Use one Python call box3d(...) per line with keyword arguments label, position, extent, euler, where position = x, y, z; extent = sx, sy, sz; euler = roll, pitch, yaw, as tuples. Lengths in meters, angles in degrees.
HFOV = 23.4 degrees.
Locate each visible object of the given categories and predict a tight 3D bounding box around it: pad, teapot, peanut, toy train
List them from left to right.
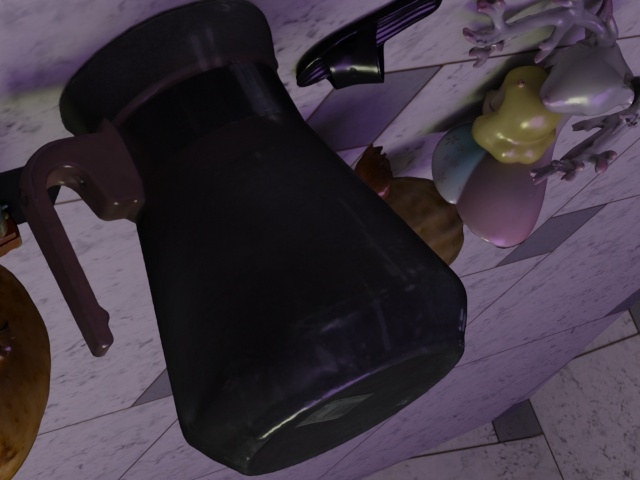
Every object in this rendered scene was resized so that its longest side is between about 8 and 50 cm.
box3d(label="toy train", position=(-0.300, -0.008, 1.361), extent=(0.064, 0.044, 0.103), euler=(-29, 165, -13))
box3d(label="pad", position=(-0.302, -0.028, 1.379), extent=(0.157, 0.003, 0.112), euler=(-19, 160, -30))
box3d(label="teapot", position=(-0.073, 0.003, 1.257), extent=(0.300, 0.344, 0.253), euler=(-17, 158, -34))
box3d(label="peanut", position=(0.013, 0.024, 1.803), extent=(0.325, 0.140, 0.153), euler=(-23, -155, 3))

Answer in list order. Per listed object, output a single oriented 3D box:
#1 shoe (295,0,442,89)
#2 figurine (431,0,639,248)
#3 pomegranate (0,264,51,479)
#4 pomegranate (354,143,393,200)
box3d(label="shoe", position=(0.052, -0.177, 1.442), extent=(0.159, 0.053, 0.062), euler=(-33, 166, 2))
box3d(label="figurine", position=(0.241, -0.125, 1.656), extent=(0.284, 0.206, 0.315), euler=(-28, 162, -43))
box3d(label="pomegranate", position=(-0.331, 0.114, 1.262), extent=(0.248, 0.248, 0.248), euler=(-26, 162, -9))
box3d(label="pomegranate", position=(-0.011, 0.012, 1.617), extent=(0.207, 0.207, 0.207), euler=(-26, 162, -9))
